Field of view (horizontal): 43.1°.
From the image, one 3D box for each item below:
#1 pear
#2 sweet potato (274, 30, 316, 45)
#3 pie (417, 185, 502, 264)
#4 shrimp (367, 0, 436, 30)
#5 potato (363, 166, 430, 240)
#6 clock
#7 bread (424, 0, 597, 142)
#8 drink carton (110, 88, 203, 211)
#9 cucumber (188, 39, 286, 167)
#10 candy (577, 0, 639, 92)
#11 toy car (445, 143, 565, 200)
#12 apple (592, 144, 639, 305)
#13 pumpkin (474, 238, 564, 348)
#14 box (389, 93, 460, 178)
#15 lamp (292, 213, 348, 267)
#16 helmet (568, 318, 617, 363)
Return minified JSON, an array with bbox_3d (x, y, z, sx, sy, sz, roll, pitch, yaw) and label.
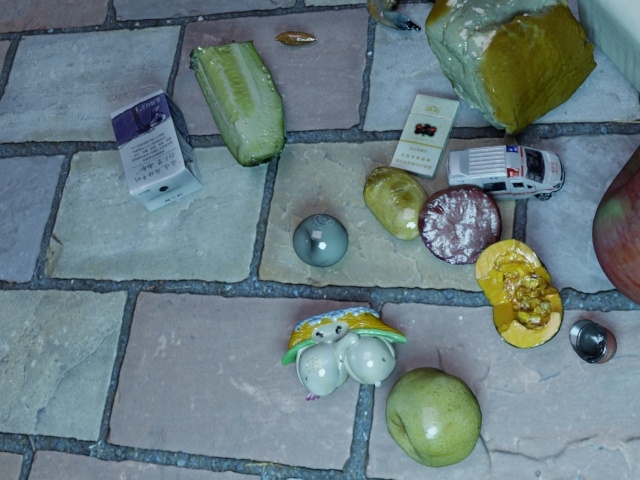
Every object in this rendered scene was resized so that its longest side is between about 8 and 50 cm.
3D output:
[{"bbox_3d":[0.184,0.285,1.310,0.137,0.167,0.167,-19,60,-20],"label":"pear"},{"bbox_3d":[-0.053,-0.441,1.770,0.095,0.034,0.034,6,70,9],"label":"sweet potato"},{"bbox_3d":[0.251,-0.029,1.452,0.155,0.036,0.154,0,101,-2],"label":"pie"},{"bbox_3d":[0.198,-0.513,1.698,0.289,0.075,0.178,42,93,27],"label":"shrimp"},{"bbox_3d":[0.146,-0.073,1.522,0.107,0.080,0.170,-39,63,13],"label":"potato"},{"bbox_3d":[0.041,0.199,1.428,0.231,0.103,0.144,-16,66,14],"label":"clock"},{"bbox_3d":[0.342,-0.371,1.483,0.250,0.279,0.225,-39,48,-1],"label":"bread"},{"bbox_3d":[-0.349,-0.191,1.724,0.134,0.102,0.222,-23,63,6],"label":"drink carton"},{"bbox_3d":[-0.159,-0.274,1.699,0.145,0.105,0.325,-16,61,-18],"label":"cucumber"},{"bbox_3d":[0.603,-0.358,1.418,0.145,0.208,0.358,-31,62,5],"label":"candy"},{"bbox_3d":[0.333,-0.126,1.465,0.210,0.108,0.089,-3,68,17],"label":"toy car"},{"bbox_3d":[0.589,-0.040,1.236,0.269,0.345,0.344,38,83,6],"label":"apple"},{"bbox_3d":[0.342,0.095,1.370,0.119,0.108,0.183,-22,70,16],"label":"pumpkin"},{"bbox_3d":[0.206,-0.205,1.588,0.090,0.024,0.166,15,74,24],"label":"box"},{"bbox_3d":[0.000,0.000,1.524,0.105,0.105,0.105,-7,66,16],"label":"lamp"},{"bbox_3d":[0.456,0.168,1.333,0.065,0.049,0.084,-65,31,23],"label":"helmet"}]
